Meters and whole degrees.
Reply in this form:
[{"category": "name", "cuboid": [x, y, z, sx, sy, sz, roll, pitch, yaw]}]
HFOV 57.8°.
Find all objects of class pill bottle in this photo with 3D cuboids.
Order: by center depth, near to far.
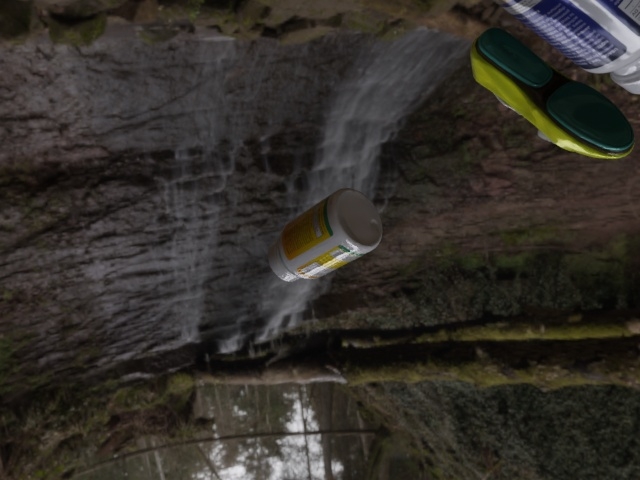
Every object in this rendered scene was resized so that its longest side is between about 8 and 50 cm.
[{"category": "pill bottle", "cuboid": [0.349, -0.308, 0.732, 0.265, 0.153, 0.153, 30, -176, -17]}, {"category": "pill bottle", "cuboid": [0.000, 0.000, 1.030, 0.118, 0.117, 0.208, -20, 172, -46]}]

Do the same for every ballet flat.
[{"category": "ballet flat", "cuboid": [0.271, -0.167, 0.702, 0.077, 0.231, 0.077, -37, 159, -16]}]
